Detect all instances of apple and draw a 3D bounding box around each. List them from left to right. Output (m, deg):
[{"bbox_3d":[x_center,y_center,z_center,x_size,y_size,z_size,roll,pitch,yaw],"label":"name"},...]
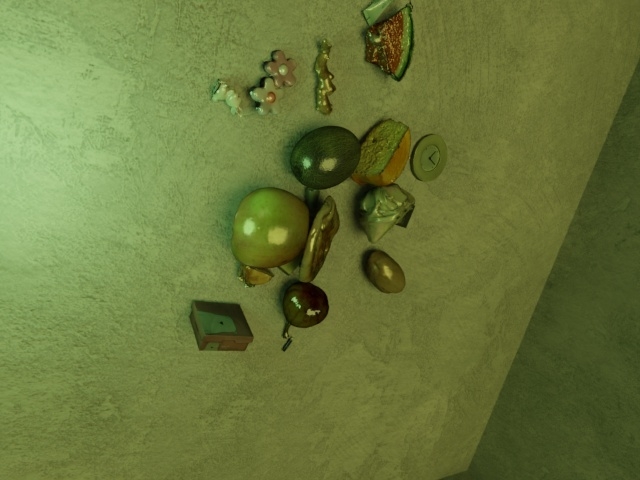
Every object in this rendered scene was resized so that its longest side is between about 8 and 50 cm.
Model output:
[{"bbox_3d":[-0.186,-0.044,1.653,0.277,0.319,0.319,11,106,-2],"label":"apple"}]

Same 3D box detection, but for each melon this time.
[{"bbox_3d":[0.027,-0.334,1.718,0.301,0.237,0.238,-31,123,-25],"label":"melon"}]

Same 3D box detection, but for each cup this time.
[{"bbox_3d":[-0.034,-0.190,1.866,0.054,0.075,0.083,5,114,5],"label":"cup"}]

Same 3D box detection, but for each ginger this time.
[{"bbox_3d":[0.022,-0.640,1.695,0.089,0.075,0.288,-2,117,-7],"label":"ginger"}]

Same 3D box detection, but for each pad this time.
[{"bbox_3d":[0.396,-0.141,2.178,0.190,0.004,0.127,15,101,-35],"label":"pad"}]

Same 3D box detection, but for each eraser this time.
[{"bbox_3d":[-0.130,0.056,1.892,0.172,0.058,0.117,-50,126,-5],"label":"eraser"}]

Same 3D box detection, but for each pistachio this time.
[{"bbox_3d":[0.328,0.166,2.167,0.293,0.162,0.182,43,49,-34],"label":"pistachio"}]

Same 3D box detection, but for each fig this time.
[{"bbox_3d":[-0.107,0.344,1.970,0.216,0.217,0.321,15,124,-36],"label":"fig"}]

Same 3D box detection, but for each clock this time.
[{"bbox_3d":[0.544,-0.412,2.148,0.234,0.029,0.235,-12,113,-29],"label":"clock"}]

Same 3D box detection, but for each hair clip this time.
[{"bbox_3d":[-0.174,-0.582,1.600,0.146,0.075,0.257,31,86,-32],"label":"hair clip"}]

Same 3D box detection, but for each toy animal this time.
[{"bbox_3d":[-0.323,-0.510,1.530,0.124,0.071,0.085,25,94,-37],"label":"toy animal"}]

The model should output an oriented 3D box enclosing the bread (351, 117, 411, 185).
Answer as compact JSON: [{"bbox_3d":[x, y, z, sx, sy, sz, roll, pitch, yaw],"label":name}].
[{"bbox_3d":[0.277,-0.356,1.884,0.340,0.194,0.179,-57,142,-20],"label":"bread"}]

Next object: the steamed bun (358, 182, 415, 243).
[{"bbox_3d":[0.272,-0.144,1.979,0.268,0.207,0.280,-37,167,-39],"label":"steamed bun"}]

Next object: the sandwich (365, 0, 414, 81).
[{"bbox_3d":[0.286,-0.808,1.775,0.212,0.109,0.292,-22,118,-17],"label":"sandwich"}]

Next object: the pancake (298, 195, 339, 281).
[{"bbox_3d":[0.000,0.001,1.816,0.387,0.082,0.387,19,90,-80],"label":"pancake"}]

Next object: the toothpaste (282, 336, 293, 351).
[{"bbox_3d":[-0.158,0.504,2.084,0.083,0.019,0.027,-57,151,1],"label":"toothpaste"}]

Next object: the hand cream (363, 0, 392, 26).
[{"bbox_3d":[0.255,-0.961,1.725,0.205,0.050,0.078,-47,143,-1],"label":"hand cream"}]

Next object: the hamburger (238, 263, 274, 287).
[{"bbox_3d":[-0.291,0.146,1.818,0.176,0.087,0.102,26,107,-45],"label":"hamburger"}]

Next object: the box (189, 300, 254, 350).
[{"bbox_3d":[-0.409,0.348,1.745,0.215,0.215,0.086,12,116,-36],"label":"box"}]
